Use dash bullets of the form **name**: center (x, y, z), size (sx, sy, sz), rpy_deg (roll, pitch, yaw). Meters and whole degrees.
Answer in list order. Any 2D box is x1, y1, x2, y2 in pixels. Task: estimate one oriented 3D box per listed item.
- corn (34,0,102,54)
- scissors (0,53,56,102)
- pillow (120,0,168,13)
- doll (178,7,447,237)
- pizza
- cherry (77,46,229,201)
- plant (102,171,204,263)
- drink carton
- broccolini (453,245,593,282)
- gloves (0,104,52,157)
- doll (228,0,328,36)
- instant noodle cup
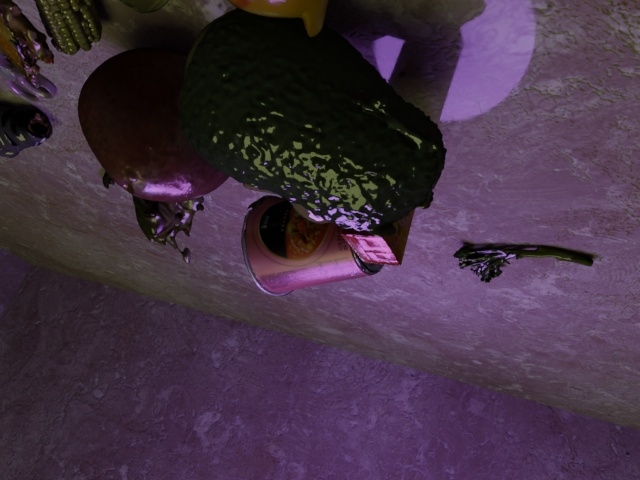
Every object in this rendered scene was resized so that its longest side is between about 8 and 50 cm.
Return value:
- **corn**: center (-0.368, -0.359, 0.768), size (0.087, 0.087, 0.211), rpy_deg (20, 153, -1)
- **scissors**: center (-0.649, -0.356, 1.072), size (0.118, 0.031, 0.242), rpy_deg (1, 156, 38)
- **pillow**: center (-0.222, -0.359, 0.699), size (0.217, 0.033, 0.130), rpy_deg (-2, 152, 43)
- **doll**: center (-0.011, -0.143, 0.692), size (0.349, 0.247, 0.247), rpy_deg (31, 162, 14)
- **pizza**: center (-0.444, -0.361, 0.713), size (0.288, 0.074, 0.251), rpy_deg (53, 154, -20)
- **cherry**: center (-0.248, -0.177, 0.853), size (0.261, 0.307, 0.221), rpy_deg (30, 116, -16)
- **plant**: center (-0.463, -0.103, 1.356), size (0.333, 0.180, 0.251), rpy_deg (20, 148, 9)
- **drink carton**: center (0.104, -0.083, 0.828), size (0.071, 0.223, 0.096), rpy_deg (5, 155, 29)
- **broccolini**: center (0.423, 0.054, 1.135), size (0.271, 0.062, 0.123), rpy_deg (1, 162, 34)
- **gloves**: center (-0.755, -0.270, 1.294), size (0.285, 0.119, 0.142), rpy_deg (5, 124, 40)
- **doll**: center (-0.095, -0.320, 0.519), size (0.269, 0.162, 0.167), rpy_deg (29, 121, -7)
- **instant noodle cup**: center (0.000, 0.000, 1.161), size (0.255, 0.244, 0.244), rpy_deg (-7, 147, 34)
